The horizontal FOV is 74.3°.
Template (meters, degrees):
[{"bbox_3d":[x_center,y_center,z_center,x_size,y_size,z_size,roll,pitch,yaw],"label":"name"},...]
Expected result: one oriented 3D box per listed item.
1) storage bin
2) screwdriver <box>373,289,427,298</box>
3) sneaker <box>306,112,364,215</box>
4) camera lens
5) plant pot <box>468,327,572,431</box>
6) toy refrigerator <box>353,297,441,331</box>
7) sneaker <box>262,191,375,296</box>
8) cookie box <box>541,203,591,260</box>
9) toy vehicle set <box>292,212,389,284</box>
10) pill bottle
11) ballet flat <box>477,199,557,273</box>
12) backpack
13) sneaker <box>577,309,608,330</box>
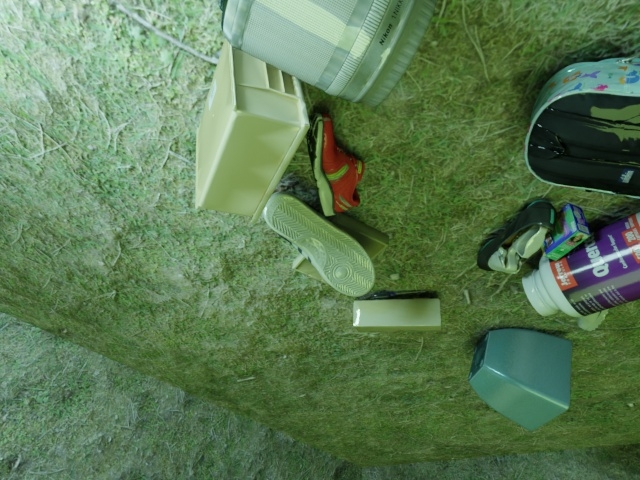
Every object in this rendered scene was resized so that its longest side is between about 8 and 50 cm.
[{"bbox_3d":[-0.145,-0.220,0.792,0.123,0.260,0.262,8,143,-26],"label":"storage bin"},{"bbox_3d":[0.254,0.169,1.346,0.170,0.024,0.025,-7,167,9],"label":"screwdriver"},{"bbox_3d":[0.039,-0.173,0.947,0.118,0.107,0.279,-13,142,1],"label":"sneaker"},{"bbox_3d":[0.004,-0.351,0.633,0.274,0.219,0.219,22,138,-14],"label":"camera lens"},{"bbox_3d":[0.651,0.440,1.421,0.252,0.248,0.247,21,141,10],"label":"plant pot"},{"bbox_3d":[0.247,0.239,1.360,0.269,0.094,0.102,-4,156,16],"label":"toy refrigerator"},{"bbox_3d":[0.000,0.000,1.081,0.131,0.148,0.350,-45,105,1],"label":"sneaker"},{"bbox_3d":[0.577,-0.018,1.008,0.040,0.092,0.107,20,138,-8],"label":"cookie box"},{"bbox_3d":[0.051,0.038,1.215,0.166,0.035,0.267,25,137,-18],"label":"toy vehicle set"},{"bbox_3d":[0.676,0.074,1.026,0.181,0.181,0.323,33,134,-25],"label":"pill bottle"},{"bbox_3d":[0.483,0.018,1.064,0.095,0.096,0.280,13,140,-6],"label":"ballet flat"},{"bbox_3d":[0.497,-0.196,0.732,0.253,0.191,0.225,8,142,21],"label":"backpack"},{"bbox_3d":[0.769,0.173,1.212,0.095,0.090,0.235,9,138,20],"label":"sneaker"}]
